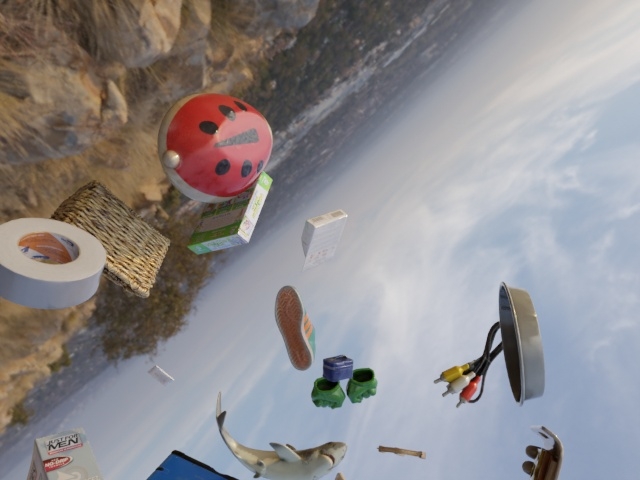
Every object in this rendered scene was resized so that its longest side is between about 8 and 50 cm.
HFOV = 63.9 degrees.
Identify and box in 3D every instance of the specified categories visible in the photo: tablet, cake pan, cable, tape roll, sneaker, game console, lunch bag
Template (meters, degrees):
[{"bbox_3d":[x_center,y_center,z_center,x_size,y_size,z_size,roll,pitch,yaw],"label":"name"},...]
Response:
[{"bbox_3d":[-0.368,0.312,1.180,0.083,0.054,0.006,-38,-167,51],"label":"tablet"},{"bbox_3d":[0.474,0.241,1.219,0.054,0.293,0.293,-7,-170,12],"label":"cake pan"},{"bbox_3d":[0.473,0.368,1.495,0.287,0.139,0.072,-43,179,2],"label":"cable"},{"bbox_3d":[-0.560,0.042,1.049,0.072,0.219,0.219,-62,173,24],"label":"tape roll"},{"bbox_3d":[-0.085,0.299,1.817,0.108,0.302,0.121,-11,-175,12],"label":"sneaker"},{"bbox_3d":[-0.295,0.691,1.333,0.250,0.293,0.173,-37,143,-68],"label":"game console"},{"bbox_3d":[0.057,0.387,1.576,0.098,0.065,0.067,-2,-173,-39],"label":"lunch bag"}]

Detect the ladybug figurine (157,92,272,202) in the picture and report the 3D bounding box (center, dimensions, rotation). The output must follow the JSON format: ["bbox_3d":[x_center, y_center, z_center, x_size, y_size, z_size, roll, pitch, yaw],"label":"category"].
[{"bbox_3d":[-0.268,-0.265,1.427,0.162,0.305,0.449,-10,-162,26],"label":"ladybug figurine"}]

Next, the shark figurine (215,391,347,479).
[{"bbox_3d":[-0.097,0.418,1.024,0.116,0.278,0.166,-46,152,-77],"label":"shark figurine"}]

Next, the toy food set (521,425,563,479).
[{"bbox_3d":[0.475,0.588,1.207,0.306,0.092,0.220,-67,160,-14],"label":"toy food set"}]

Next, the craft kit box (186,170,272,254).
[{"bbox_3d":[-0.288,-0.086,1.626,0.250,0.061,0.247,-11,-133,40],"label":"craft kit box"}]

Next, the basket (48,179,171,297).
[{"bbox_3d":[-0.612,0.028,1.422,0.213,0.299,0.223,-24,-143,27],"label":"basket"}]

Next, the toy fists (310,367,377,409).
[{"bbox_3d":[0.099,0.611,2.087,0.279,0.096,0.142,-11,137,-10],"label":"toy fists"}]

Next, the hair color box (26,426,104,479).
[{"bbox_3d":[-0.537,0.629,1.132,0.113,0.374,0.185,-2,126,-45],"label":"hair color box"}]

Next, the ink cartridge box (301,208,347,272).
[{"bbox_3d":[0.000,0.000,1.959,0.181,0.056,0.225,-22,143,-41],"label":"ink cartridge box"}]

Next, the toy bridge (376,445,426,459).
[{"bbox_3d":[0.292,0.784,1.906,0.188,0.063,0.026,-7,-120,35],"label":"toy bridge"}]

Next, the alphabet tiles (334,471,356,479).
[{"bbox_3d":[0.097,0.886,1.595,0.021,0.278,0.284,-3,124,-29],"label":"alphabet tiles"}]
